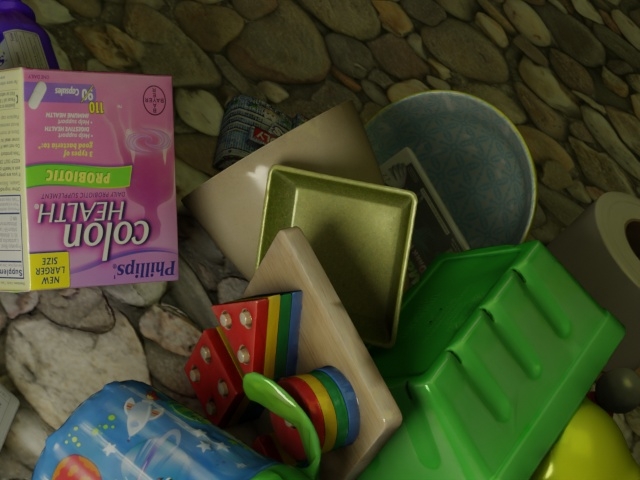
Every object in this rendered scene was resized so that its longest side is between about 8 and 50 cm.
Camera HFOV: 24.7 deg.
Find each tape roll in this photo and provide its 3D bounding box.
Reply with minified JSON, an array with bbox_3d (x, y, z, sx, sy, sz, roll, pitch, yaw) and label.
[{"bbox_3d":[0.474,0.067,2.313,0.246,0.169,0.246,25,39,-23],"label":"tape roll"}]

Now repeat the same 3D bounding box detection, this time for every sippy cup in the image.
[{"bbox_3d":[-0.158,0.262,1.445,0.224,0.240,0.305,38,26,20],"label":"sippy cup"}]

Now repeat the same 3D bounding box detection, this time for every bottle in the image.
[{"bbox_3d":[-0.382,-0.215,1.811,0.092,0.118,0.283,6,50,-40],"label":"bottle"}]

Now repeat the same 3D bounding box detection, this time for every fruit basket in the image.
[{"bbox_3d":[0.229,0.230,1.777,0.392,0.283,0.392,9,77,-44],"label":"fruit basket"}]

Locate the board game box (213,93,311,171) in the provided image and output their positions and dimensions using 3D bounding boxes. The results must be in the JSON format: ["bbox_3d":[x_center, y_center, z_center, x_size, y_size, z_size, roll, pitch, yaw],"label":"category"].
[{"bbox_3d":[-0.051,-0.106,2.074,0.194,0.060,0.194,29,36,-19],"label":"board game box"}]

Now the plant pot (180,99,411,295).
[{"bbox_3d":[0.000,0.000,1.884,0.274,0.256,0.256,59,35,-2],"label":"plant pot"}]

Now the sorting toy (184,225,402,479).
[{"bbox_3d":[-0.048,0.163,1.639,0.089,0.255,0.257,-12,61,-32],"label":"sorting toy"}]

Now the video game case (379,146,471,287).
[{"bbox_3d":[0.097,-0.006,2.021,0.022,0.173,0.190,25,33,-61],"label":"video game case"}]

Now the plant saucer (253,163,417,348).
[{"bbox_3d":[0.020,0.015,1.729,0.188,0.188,0.045,12,12,20],"label":"plant saucer"}]

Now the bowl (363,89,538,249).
[{"bbox_3d":[0.185,-0.065,2.108,0.289,0.289,0.156,52,15,13],"label":"bowl"}]

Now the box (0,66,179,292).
[{"bbox_3d":[-0.280,-0.068,1.657,0.213,0.117,0.243,-2,92,-46],"label":"box"}]

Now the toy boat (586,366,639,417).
[{"bbox_3d":[0.344,0.284,1.975,0.267,0.148,0.318,44,35,1],"label":"toy boat"}]

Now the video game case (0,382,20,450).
[{"bbox_3d":[-0.435,0.175,1.348,0.300,0.036,0.329,48,31,-25],"label":"video game case"}]
